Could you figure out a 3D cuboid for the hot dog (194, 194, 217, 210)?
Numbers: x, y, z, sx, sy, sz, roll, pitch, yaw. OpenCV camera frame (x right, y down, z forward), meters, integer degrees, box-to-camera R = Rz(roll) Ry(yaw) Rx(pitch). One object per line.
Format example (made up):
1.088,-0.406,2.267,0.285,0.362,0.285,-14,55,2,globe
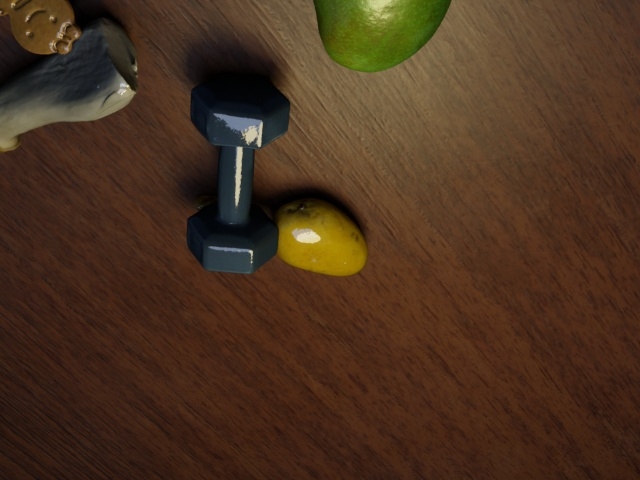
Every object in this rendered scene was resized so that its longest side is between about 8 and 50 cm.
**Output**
-0.176,-0.060,1.973,0.090,0.030,0.034,21,127,-15,hot dog

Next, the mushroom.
-0.422,-0.231,1.764,0.328,0.159,0.122,-22,122,25,mushroom

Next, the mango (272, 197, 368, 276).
0.000,0.000,1.976,0.137,0.098,0.195,-38,126,26,mango

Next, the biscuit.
-0.439,-0.363,1.687,0.133,0.027,0.184,-12,100,17,biscuit

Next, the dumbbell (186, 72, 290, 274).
-0.139,-0.106,1.841,0.159,0.144,0.325,6,124,-1,dumbbell

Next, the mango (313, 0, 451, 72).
0.084,-0.386,1.585,0.225,0.201,0.382,-8,144,-20,mango
